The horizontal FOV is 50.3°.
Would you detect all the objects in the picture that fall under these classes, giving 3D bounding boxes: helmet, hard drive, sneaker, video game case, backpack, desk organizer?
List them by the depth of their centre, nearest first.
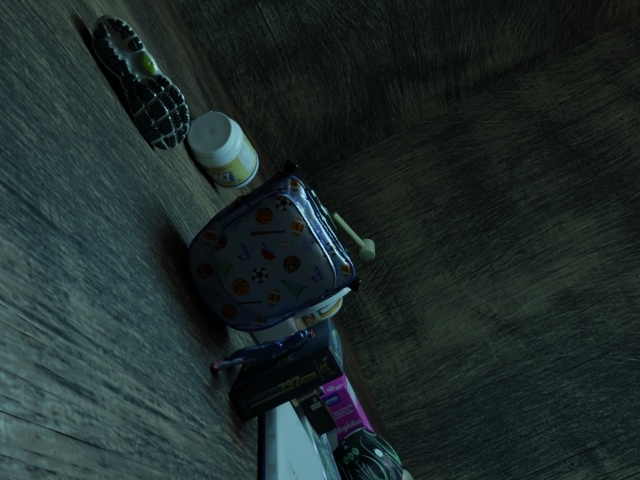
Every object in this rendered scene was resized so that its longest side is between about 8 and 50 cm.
[{"bbox_3d":[-0.042,0.408,1.166,0.319,0.040,0.210,-106,170,-74],"label":"hard drive"},{"bbox_3d":[-0.097,0.036,1.217,0.277,0.263,0.213,59,9,-2],"label":"backpack"},{"bbox_3d":[-0.347,-0.313,1.336,0.279,0.107,0.118,66,-7,-28],"label":"sneaker"},{"bbox_3d":[0.004,0.485,1.535,0.173,0.022,0.190,61,5,-49],"label":"video game case"},{"bbox_3d":[-0.010,0.378,1.542,0.130,0.047,0.050,63,0,-36],"label":"desk organizer"},{"bbox_3d":[0.117,0.551,1.638,0.161,0.169,0.169,47,-7,30],"label":"helmet"}]

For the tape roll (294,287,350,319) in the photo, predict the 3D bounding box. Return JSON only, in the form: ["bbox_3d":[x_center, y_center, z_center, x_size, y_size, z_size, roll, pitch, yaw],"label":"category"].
[{"bbox_3d":[-0.047,0.091,1.818,0.246,0.246,0.169,-93,158,-83],"label":"tape roll"}]

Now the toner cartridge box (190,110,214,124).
[{"bbox_3d":[-0.311,-0.304,2.151,0.165,0.075,0.348,63,3,-5],"label":"toner cartridge box"}]

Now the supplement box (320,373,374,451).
[{"bbox_3d":[0.059,0.471,1.766,0.220,0.111,0.114,63,4,-10],"label":"supplement box"}]

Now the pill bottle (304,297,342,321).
[{"bbox_3d":[-0.043,0.136,2.347,0.162,0.162,0.278,-112,176,-55],"label":"pill bottle"}]

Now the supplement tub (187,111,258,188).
[{"bbox_3d":[-0.259,-0.238,1.811,0.144,0.144,0.200,66,3,25],"label":"supplement tub"}]

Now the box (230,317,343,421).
[{"bbox_3d":[-0.052,0.219,1.196,0.233,0.183,0.059,-80,145,-84],"label":"box"}]

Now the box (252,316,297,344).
[{"bbox_3d":[-0.129,0.128,1.517,0.170,0.091,0.130,-112,176,-56],"label":"box"}]

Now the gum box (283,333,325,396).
[{"bbox_3d":[-0.058,0.297,1.616,0.188,0.062,0.107,61,4,-51],"label":"gum box"}]

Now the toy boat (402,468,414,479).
[{"bbox_3d":[0.187,0.728,1.916,0.231,0.151,0.151,61,33,-51],"label":"toy boat"}]

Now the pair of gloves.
[{"bbox_3d":[-0.089,0.177,1.128,0.198,0.159,0.023,23,49,-84],"label":"pair of gloves"}]

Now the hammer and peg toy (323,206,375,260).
[{"bbox_3d":[0.000,0.000,2.418,0.127,0.361,0.266,-81,150,-50],"label":"hammer and peg toy"}]
